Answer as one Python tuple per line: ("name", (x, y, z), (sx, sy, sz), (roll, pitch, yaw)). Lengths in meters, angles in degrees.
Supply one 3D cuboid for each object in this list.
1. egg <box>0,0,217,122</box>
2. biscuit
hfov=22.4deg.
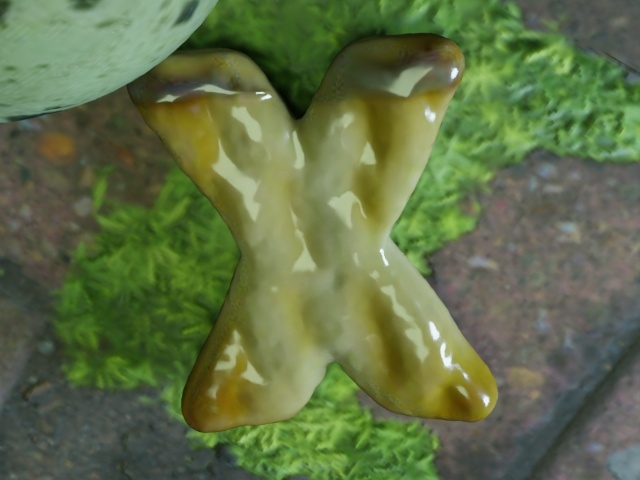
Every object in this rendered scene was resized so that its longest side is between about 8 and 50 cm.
("egg", (-0.127, -0.137, 0.669), (0.177, 0.177, 0.228), (41, 133, -13))
("biscuit", (-0.001, 0.000, 0.792), (0.164, 0.047, 0.208), (-2, 117, 11))
